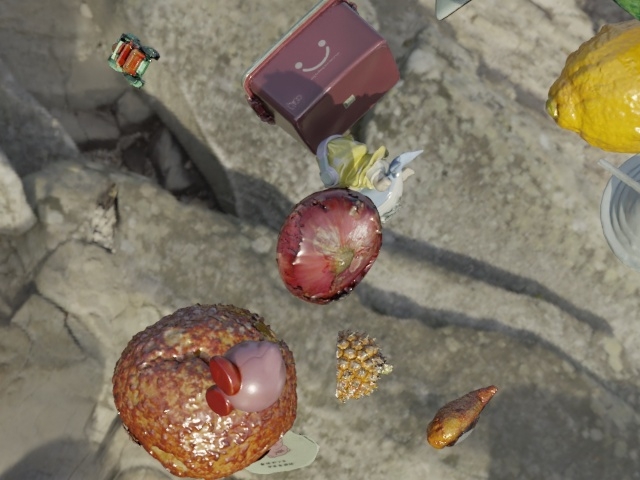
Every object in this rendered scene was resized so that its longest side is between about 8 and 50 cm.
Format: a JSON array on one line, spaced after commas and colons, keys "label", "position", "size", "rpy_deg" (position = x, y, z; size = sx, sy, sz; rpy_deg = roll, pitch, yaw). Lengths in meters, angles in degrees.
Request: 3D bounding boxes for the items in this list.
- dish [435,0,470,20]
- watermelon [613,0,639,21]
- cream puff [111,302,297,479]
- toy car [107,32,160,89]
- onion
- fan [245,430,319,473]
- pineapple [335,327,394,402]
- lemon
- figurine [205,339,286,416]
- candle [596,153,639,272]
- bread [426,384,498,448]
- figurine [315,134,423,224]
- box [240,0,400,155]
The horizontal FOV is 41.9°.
[{"label": "dish", "position": [0.277, -0.495, 1.382], "size": [0.080, 0.243, 0.182], "rpy_deg": [40, 51, -22]}, {"label": "watermelon", "position": [0.305, -0.262, 0.766], "size": [0.207, 0.136, 0.202], "rpy_deg": [32, 16, 33]}, {"label": "cream puff", "position": [-0.138, 0.177, 1.063], "size": [0.240, 0.164, 0.240], "rpy_deg": [10, 37, -8]}, {"label": "toy car", "position": [-0.333, -0.320, 1.459], "size": [0.054, 0.073, 0.143], "rpy_deg": [27, 10, -39]}, {"label": "onion", "position": [0.000, 0.000, 1.235], "size": [0.184, 0.184, 0.147], "rpy_deg": [-23, 36, -38]}, {"label": "fan", "position": [-0.101, 0.385, 1.645], "size": [0.182, 0.310, 0.010], "rpy_deg": [-10, 47, 2]}, {"label": "pineapple", "position": [0.106, 0.295, 1.974], "size": [0.137, 0.161, 0.176], "rpy_deg": [3, 69, 5]}, {"label": "lemon", "position": [0.331, -0.162, 0.880], "size": [0.187, 0.142, 0.142], "rpy_deg": [-16, 58, 4]}, {"label": "figurine", "position": [-0.068, 0.131, 0.795], "size": [0.071, 0.083, 0.067], "rpy_deg": [-30, 74, -37]}, {"label": "candle", "position": [0.568, -0.030, 1.310], "size": [0.342, 0.221, 0.221], "rpy_deg": [12, 46, -55]}, {"label": "bread", "position": [0.345, 0.441, 2.104], "size": [0.095, 0.139, 0.269], "rpy_deg": [49, 36, 7]}, {"label": "figurine", "position": [0.078, -0.114, 1.479], "size": [0.183, 0.208, 0.128], "rpy_deg": [60, 36, -3]}, {"label": "box", "position": [0.010, -0.323, 1.671], "size": [0.294, 0.193, 0.167], "rpy_deg": [-43, 64, -1]}]
